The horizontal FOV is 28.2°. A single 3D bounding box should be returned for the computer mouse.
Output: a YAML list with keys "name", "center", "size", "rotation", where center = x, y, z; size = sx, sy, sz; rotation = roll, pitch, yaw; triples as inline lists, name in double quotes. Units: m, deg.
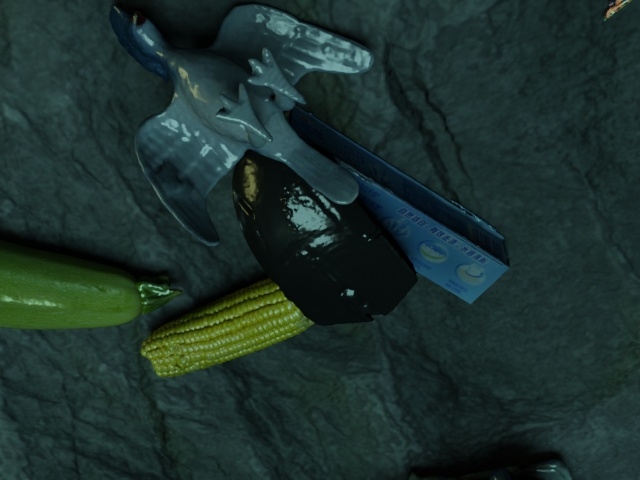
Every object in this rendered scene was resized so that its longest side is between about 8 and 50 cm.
- name: "computer mouse"
  center: [0.000, 0.000, 1.196]
  size: [0.122, 0.073, 0.217]
  rotation: [-24, 124, 22]

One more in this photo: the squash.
- name: "squash"
  center: [-0.251, 0.047, 1.281]
  size: [0.224, 0.094, 0.094]
  rotation: [6, 125, -13]

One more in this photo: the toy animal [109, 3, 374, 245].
- name: "toy animal"
  center: [-0.073, -0.125, 1.121]
  size: [0.255, 0.176, 0.239]
  rotation: [46, 77, -19]

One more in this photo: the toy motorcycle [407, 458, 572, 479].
- name: "toy motorcycle"
  center: [0.165, 0.387, 1.464]
  size: [0.319, 0.182, 0.241]
  rotation: [-27, 122, 14]

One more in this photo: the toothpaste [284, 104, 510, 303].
- name: "toothpaste"
  center: [0.064, -0.033, 1.249]
  size: [0.272, 0.053, 0.066]
  rotation: [30, 123, -21]

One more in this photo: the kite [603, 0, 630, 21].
- name: "kite"
  center: [0.321, -0.291, 1.101]
  size: [0.125, 0.008, 0.222]
  rotation: [1, 125, -3]

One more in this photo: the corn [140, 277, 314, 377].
- name: "corn"
  center: [-0.089, 0.089, 1.318]
  size: [0.206, 0.067, 0.067]
  rotation: [-23, 123, 15]
